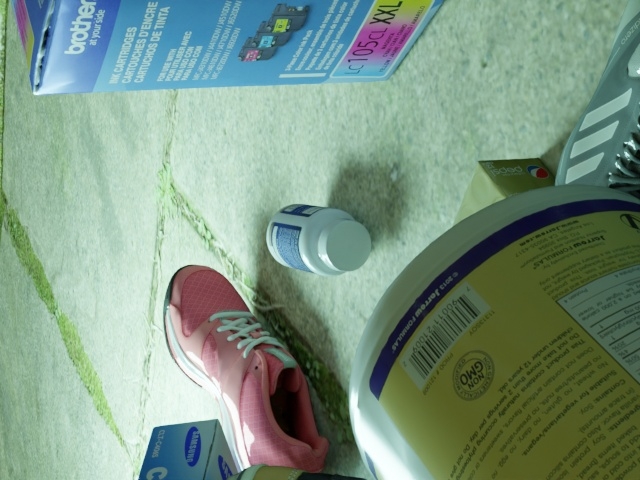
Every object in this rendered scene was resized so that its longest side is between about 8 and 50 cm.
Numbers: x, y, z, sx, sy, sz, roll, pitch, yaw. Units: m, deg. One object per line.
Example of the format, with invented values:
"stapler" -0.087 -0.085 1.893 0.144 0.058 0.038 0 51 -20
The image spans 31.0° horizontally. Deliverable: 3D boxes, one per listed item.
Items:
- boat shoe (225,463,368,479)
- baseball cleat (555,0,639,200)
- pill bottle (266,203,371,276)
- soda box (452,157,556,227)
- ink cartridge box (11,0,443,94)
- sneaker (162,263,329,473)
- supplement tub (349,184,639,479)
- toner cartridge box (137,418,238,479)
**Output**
"boat shoe" 0.006 0.452 1.059 0.187 0.155 0.501 48 -145 -68
"baseball cleat" 0.197 -0.065 0.711 0.109 0.072 0.206 -91 8 -66
"pill bottle" 0.000 0.000 1.136 0.120 0.067 0.067 11 104 62
"soda box" 0.131 0.026 0.894 0.061 0.058 0.181 58 143 42
"ink cartridge box" -0.127 -0.273 0.979 0.151 0.395 0.270 -54 47 52
"sneaker" -0.070 0.141 1.281 0.136 0.115 0.314 -50 57 41
"supplement tub" 0.185 0.145 0.606 0.331 0.241 0.241 51 138 47
"toner cartridge box" -0.103 0.369 1.185 0.165 0.075 0.348 -84 -18 -57
